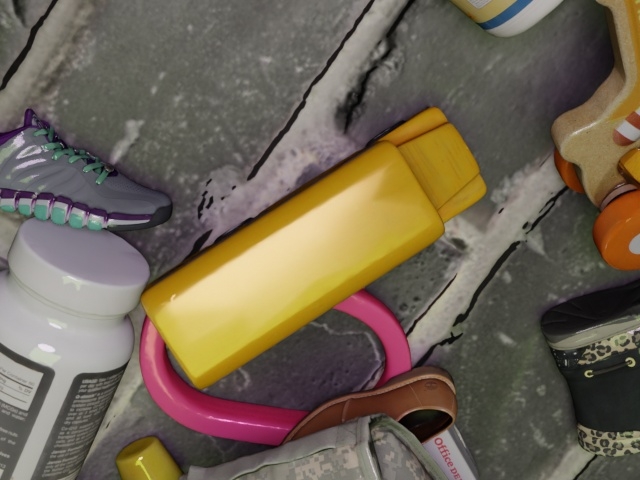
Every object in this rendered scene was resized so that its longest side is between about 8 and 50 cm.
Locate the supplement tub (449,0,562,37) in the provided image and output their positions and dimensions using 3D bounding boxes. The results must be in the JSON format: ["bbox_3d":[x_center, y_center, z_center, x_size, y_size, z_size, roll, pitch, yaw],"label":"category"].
[{"bbox_3d":[0.129,-0.287,0.842,0.199,0.144,0.144,36,106,-16],"label":"supplement tub"}]

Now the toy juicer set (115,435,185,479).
[{"bbox_3d":[-0.304,0.335,1.035,0.329,0.209,0.089,-23,103,5],"label":"toy juicer set"}]

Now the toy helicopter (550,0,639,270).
[{"bbox_3d":[0.306,-0.147,0.845,0.235,0.140,0.355,-23,135,11],"label":"toy helicopter"}]

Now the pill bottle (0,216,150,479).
[{"bbox_3d":[-0.281,0.126,0.977,0.162,0.162,0.278,23,108,-12],"label":"pill bottle"}]

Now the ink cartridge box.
[{"bbox_3d":[0.092,0.260,1.105,0.150,0.063,0.109,-27,111,8],"label":"ink cartridge box"}]

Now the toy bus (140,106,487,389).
[{"bbox_3d":[0.000,0.000,0.921,0.332,0.130,0.108,-32,95,-4],"label":"toy bus"}]

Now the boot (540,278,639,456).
[{"bbox_3d":[0.371,0.131,1.060,0.236,0.085,0.179,-14,114,9],"label":"boot"}]

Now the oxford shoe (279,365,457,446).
[{"bbox_3d":[0.045,0.204,1.024,0.212,0.076,0.076,-29,115,12],"label":"oxford shoe"}]

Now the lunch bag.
[{"bbox_3d":[0.016,0.304,0.970,0.235,0.169,0.287,-23,123,26],"label":"lunch bag"}]

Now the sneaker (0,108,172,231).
[{"bbox_3d":[-0.251,-0.071,0.943,0.223,0.083,0.098,9,106,-6],"label":"sneaker"}]

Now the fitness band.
[{"bbox_3d":[-0.047,0.123,1.047,0.290,0.054,0.209,10,112,-6],"label":"fitness band"}]
